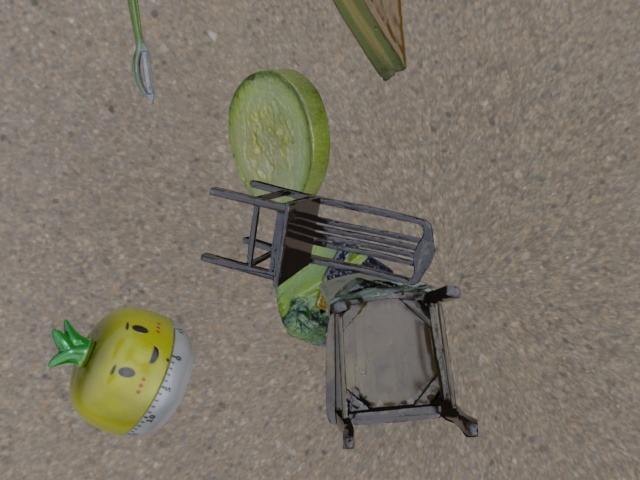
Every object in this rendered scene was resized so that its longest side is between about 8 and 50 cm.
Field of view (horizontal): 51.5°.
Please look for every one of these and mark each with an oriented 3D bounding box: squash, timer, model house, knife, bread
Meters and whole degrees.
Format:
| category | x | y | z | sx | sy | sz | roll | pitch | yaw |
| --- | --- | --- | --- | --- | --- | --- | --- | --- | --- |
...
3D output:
| category | x | y | z | sx | sy | sz | roll | pitch | yaw |
| --- | --- | --- | --- | --- | --- | --- | --- | --- | --- |
| squash | -0.081 | -0.176 | 1.176 | 0.252 | 0.049 | 0.252 | 16 | 113 | 45 |
| timer | -0.427 | 0.250 | 1.355 | 0.285 | 0.285 | 0.285 | -1 | 86 | 11 |
| model house | 0.045 | 0.100 | 1.377 | 0.211 | 0.194 | 0.170 | -35 | 47 | 26 |
| knife | -0.238 | -0.268 | 0.857 | 0.026 | 0.022 | 0.184 | -9 | 111 | -14 |
| bread | 0.069 | -0.307 | 0.964 | 0.084 | 0.074 | 0.139 | -6 | 91 | -26 |

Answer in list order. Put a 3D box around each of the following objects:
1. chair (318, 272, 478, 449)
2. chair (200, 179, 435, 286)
| category | x | y | z | sx | sy | sz | roll | pitch | yaw |
| --- | --- | --- | --- | --- | --- | --- | --- | --- | --- |
| chair | 0.079 | 0.131 | 0.824 | 0.160 | 0.319 | 0.186 | -6 | 87 | -2 |
| chair | 0.000 | 0.000 | 0.663 | 0.212 | 0.101 | 0.084 | 15 | 106 | 20 |
